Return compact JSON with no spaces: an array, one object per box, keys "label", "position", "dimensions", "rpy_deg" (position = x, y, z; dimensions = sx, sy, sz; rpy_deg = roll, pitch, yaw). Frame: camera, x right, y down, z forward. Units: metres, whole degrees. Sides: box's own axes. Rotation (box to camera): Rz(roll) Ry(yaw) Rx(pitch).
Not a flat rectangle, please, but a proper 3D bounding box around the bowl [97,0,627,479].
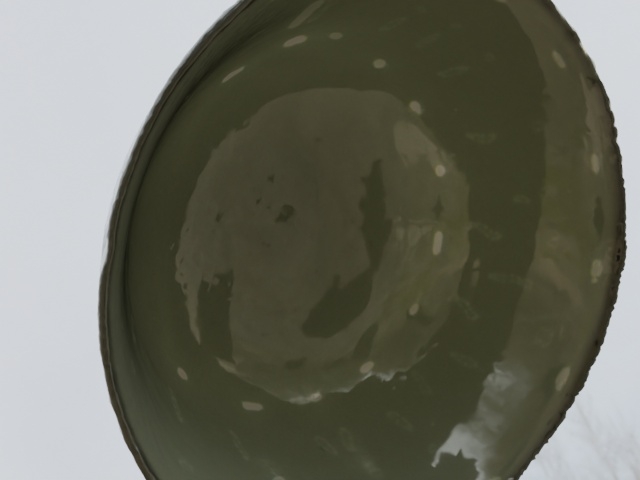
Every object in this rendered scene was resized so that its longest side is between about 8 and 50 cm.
[{"label":"bowl","position":[0.000,0.000,0.685],"dimensions":[0.337,0.158,0.337],"rpy_deg":[-10,-73,-34]}]
